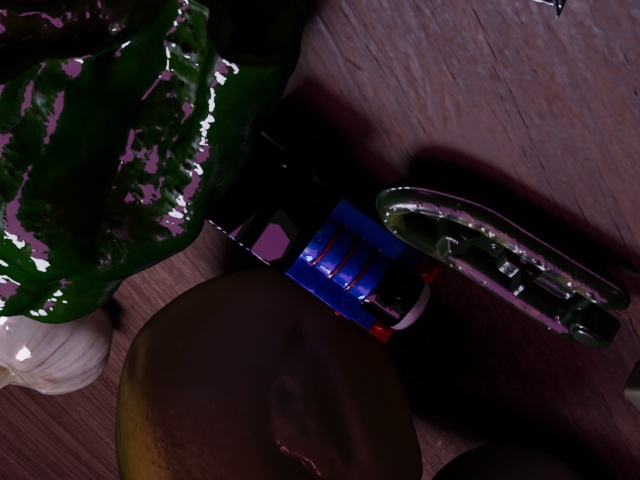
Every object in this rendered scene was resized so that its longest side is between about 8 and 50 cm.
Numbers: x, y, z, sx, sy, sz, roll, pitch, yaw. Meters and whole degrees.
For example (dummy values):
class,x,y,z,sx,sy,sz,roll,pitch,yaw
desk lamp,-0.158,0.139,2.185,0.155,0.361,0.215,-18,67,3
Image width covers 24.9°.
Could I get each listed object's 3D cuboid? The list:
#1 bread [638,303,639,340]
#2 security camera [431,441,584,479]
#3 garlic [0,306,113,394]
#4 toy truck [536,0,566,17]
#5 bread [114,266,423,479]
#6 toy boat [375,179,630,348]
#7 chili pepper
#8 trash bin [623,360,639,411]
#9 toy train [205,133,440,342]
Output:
class,x,y,z,sx,sy,sz,roll,pitch,yaw
bread,0.290,0.060,1.001,0.140,0.069,0.128,18,154,27
security camera,0.200,0.300,1.419,0.194,0.194,0.236,-6,131,52
garlic,-0.363,0.137,1.679,0.199,0.226,0.199,30,156,15
toy truck,0.056,-0.195,0.778,0.178,0.080,0.115,20,163,19
bread,-0.056,0.205,1.324,0.376,0.253,0.348,134,117,-74
toy boat,0.137,0.012,1.099,0.210,0.052,0.104,31,157,-2
chili pepper,-0.155,-0.062,1.054,0.385,0.213,0.167,-45,63,48
trash bin,0.294,0.125,1.148,0.061,0.043,0.092,43,153,-26
toy train,0.000,0.000,1.153,0.204,0.082,0.131,36,-179,-12
